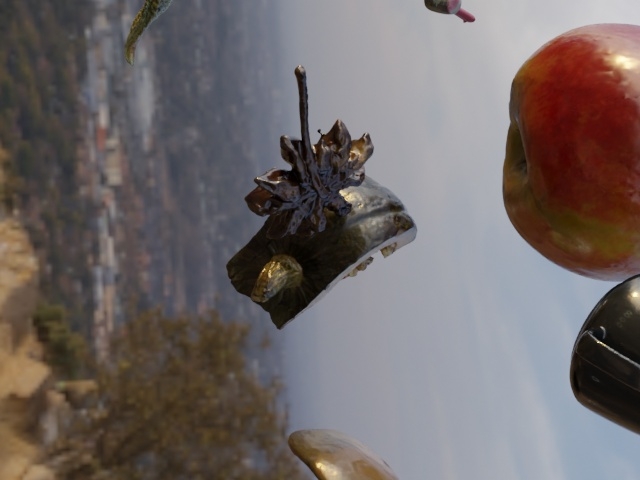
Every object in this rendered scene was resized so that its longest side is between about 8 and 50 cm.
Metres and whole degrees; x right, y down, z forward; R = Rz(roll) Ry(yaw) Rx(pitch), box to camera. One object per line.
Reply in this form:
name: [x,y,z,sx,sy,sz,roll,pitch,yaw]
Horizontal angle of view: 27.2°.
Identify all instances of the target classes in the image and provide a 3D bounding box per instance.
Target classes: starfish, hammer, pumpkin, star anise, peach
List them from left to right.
starfish: [-0.179,-0.429,1.743,0.347,0.078,0.358,95,14,-70]
star anise: [-0.024,-0.083,1.561,0.073,0.177,0.234,45,3,43]
pumpkin: [-0.004,0.002,1.722,0.131,0.248,0.126,53,-3,12]
hammer: [0.177,-0.305,1.739,0.052,0.083,0.031,26,-85,45]
peach: [0.445,-0.123,1.865,0.388,0.388,0.388,-3,90,-89]

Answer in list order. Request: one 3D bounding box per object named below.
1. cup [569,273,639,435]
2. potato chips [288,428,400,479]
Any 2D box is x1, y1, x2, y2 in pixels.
cup: [0.356,0.136,1.390,0.223,0.176,0.169,6,115,-54]
potato chips: [0.048,0.292,1.659,0.062,0.195,0.208,-52,-175,4]
